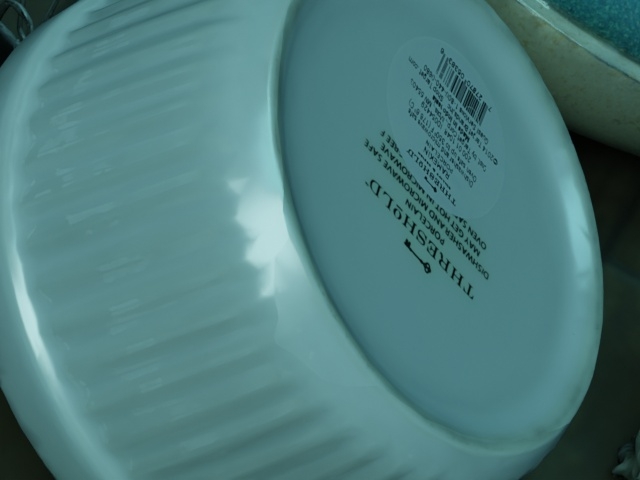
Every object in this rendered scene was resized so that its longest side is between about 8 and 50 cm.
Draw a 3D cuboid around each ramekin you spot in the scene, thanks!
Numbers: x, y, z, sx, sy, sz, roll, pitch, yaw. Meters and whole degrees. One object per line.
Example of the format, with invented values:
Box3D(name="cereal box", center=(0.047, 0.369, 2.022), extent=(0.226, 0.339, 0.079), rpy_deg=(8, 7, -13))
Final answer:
Box3D(name="ramekin", center=(0.000, 0.000, 0.570), extent=(0.207, 0.109, 0.207), rpy_deg=(25, 55, -42))

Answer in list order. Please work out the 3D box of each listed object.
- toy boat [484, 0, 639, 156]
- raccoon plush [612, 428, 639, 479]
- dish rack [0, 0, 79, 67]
Box3D(name="toy boat", center=(0.136, -0.177, 0.782), extent=(0.267, 0.148, 0.318), rpy_deg=(15, 45, -27))
Box3D(name="raccoon plush", center=(0.297, 0.153, 0.629), extent=(0.216, 0.299, 0.446), rpy_deg=(-23, 95, -50))
Box3D(name="dish rack", center=(-0.090, -0.125, 0.716), extent=(0.208, 0.074, 0.271), rpy_deg=(45, 50, 14))
